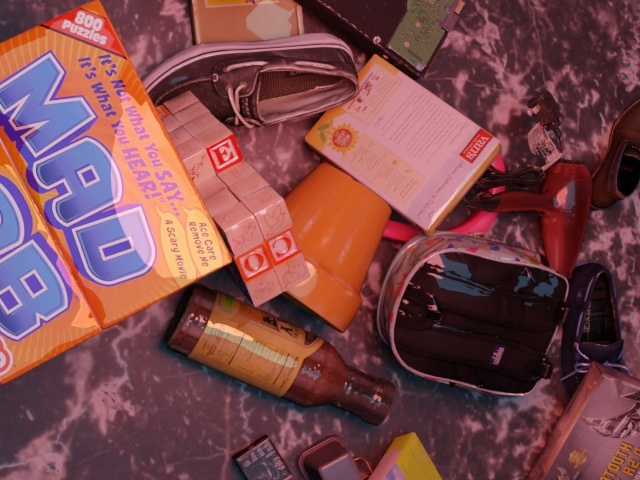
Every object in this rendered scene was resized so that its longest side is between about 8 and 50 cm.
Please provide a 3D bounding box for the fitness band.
[{"bbox_3d":[0.144,-0.099,1.876,0.290,0.054,0.209,12,88,-13],"label":"fitness band"}]

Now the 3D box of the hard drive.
[{"bbox_3d":[0.067,-0.427,1.833,0.339,0.064,0.237,33,76,-17],"label":"hard drive"}]

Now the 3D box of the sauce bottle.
[{"bbox_3d":[-0.054,0.176,1.788,0.344,0.111,0.111,26,83,-14],"label":"sauce bottle"}]

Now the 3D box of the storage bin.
[{"bbox_3d":[0.037,0.365,1.814,0.098,0.091,0.135,-26,96,-14],"label":"storage bin"}]

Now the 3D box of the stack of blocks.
[{"bbox_3d":[-0.133,-0.062,1.616,0.087,0.297,0.171,-29,126,-12],"label":"stack of blocks"}]

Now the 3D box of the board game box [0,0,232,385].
[{"bbox_3d":[-0.376,-0.047,1.581,0.356,0.356,0.357,-29,96,-13],"label":"board game box"}]

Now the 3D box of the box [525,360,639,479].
[{"bbox_3d":[0.456,0.323,1.897,0.183,0.056,0.231,23,106,-13],"label":"box"}]

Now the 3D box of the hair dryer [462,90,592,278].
[{"bbox_3d":[0.327,-0.063,1.892,0.223,0.080,0.293,-39,111,-15],"label":"hair dryer"}]

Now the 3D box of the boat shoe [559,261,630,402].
[{"bbox_3d":[0.428,0.166,1.919,0.109,0.089,0.258,-10,91,-14],"label":"boat shoe"}]

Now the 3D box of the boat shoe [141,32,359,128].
[{"bbox_3d":[-0.105,-0.221,1.751,0.335,0.119,0.121,-16,127,-7],"label":"boat shoe"}]

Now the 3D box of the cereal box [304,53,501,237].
[{"bbox_3d":[0.120,-0.141,1.787,0.240,0.047,0.173,39,84,18],"label":"cereal box"}]

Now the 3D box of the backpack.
[{"bbox_3d":[0.212,0.099,1.802,0.253,0.191,0.225,10,106,-19],"label":"backpack"}]

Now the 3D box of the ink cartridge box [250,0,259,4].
[{"bbox_3d":[-0.121,-0.529,1.704,0.309,0.130,0.272,39,78,23],"label":"ink cartridge box"}]

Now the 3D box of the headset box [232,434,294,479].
[{"bbox_3d":[-0.083,0.342,1.814,0.062,0.032,0.083,-33,97,-12],"label":"headset box"}]

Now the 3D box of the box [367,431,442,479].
[{"bbox_3d":[0.121,0.378,1.802,0.109,0.042,0.178,60,34,-10],"label":"box"}]

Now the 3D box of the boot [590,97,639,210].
[{"bbox_3d":[0.504,-0.142,1.938,0.082,0.106,0.219,33,81,-11],"label":"boot"}]

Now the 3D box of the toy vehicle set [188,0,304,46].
[{"bbox_3d":[-0.117,-0.388,1.822,0.166,0.035,0.267,-6,90,-15],"label":"toy vehicle set"}]

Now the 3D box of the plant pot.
[{"bbox_3d":[0.000,0.000,1.748,0.205,0.205,0.188,35,84,-11],"label":"plant pot"}]
